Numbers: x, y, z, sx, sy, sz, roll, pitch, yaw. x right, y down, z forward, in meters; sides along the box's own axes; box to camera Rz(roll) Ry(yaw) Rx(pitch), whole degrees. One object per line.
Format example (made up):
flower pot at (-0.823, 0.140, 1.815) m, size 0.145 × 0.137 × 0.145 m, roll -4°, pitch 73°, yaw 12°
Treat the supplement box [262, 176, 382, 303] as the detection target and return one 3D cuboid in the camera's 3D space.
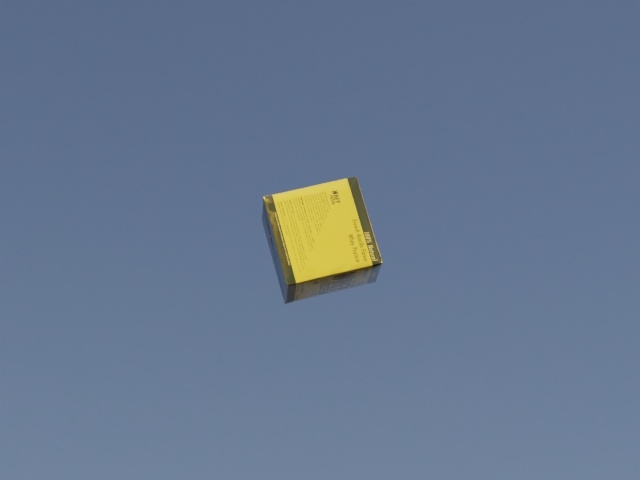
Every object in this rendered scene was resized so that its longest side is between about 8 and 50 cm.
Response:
supplement box at (0.000, 0.000, 1.010) m, size 0.083 × 0.083 × 0.056 m, roll -13°, pitch -18°, yaw -9°
